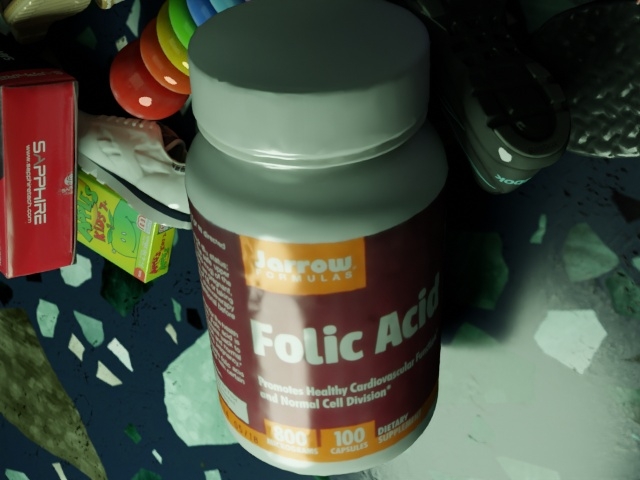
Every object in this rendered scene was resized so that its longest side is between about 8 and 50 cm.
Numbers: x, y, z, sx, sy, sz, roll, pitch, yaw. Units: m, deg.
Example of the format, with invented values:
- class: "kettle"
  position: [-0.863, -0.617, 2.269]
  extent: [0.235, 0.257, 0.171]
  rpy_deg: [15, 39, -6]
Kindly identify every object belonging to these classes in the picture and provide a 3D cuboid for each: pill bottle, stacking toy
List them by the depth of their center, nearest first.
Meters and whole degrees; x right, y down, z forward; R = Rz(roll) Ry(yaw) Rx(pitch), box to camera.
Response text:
- class: "pill bottle"
  position: [0.000, 0.000, 0.837]
  extent: [0.224, 0.224, 0.392]
  rpy_deg: [19, 132, 28]
- class: "stacking toy"
  position: [-0.104, -0.213, 0.945]
  extent: [0.330, 0.141, 0.141]
  rpy_deg: [-30, 90, 45]

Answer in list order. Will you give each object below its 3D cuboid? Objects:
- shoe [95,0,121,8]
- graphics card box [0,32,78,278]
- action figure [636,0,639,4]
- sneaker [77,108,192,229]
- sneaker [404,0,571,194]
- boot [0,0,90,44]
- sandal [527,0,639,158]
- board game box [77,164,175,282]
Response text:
- class: "shoe"
  position: [-0.262, -0.359, 1.038]
  extent: [0.219, 0.058, 0.076]
  rpy_deg: [62, 166, 3]
- class: "graphics card box"
  position: [-0.418, -0.138, 1.144]
  extent: [0.371, 0.094, 0.232]
  rpy_deg: [34, 127, 41]
- class: "action figure"
  position: [0.202, -0.262, 0.630]
  extent: [0.280, 0.091, 0.139]
  rpy_deg: [47, 124, -1]
- class: "sneaker"
  position: [-0.218, -0.106, 1.096]
  extent: [0.235, 0.090, 0.095]
  rpy_deg: [33, 105, 19]
- class: "sneaker"
  position: [0.119, -0.162, 0.800]
  extent: [0.106, 0.101, 0.267]
  rpy_deg: [107, 150, -67]
- class: "boot"
  position: [-0.333, -0.337, 1.029]
  extent: [0.248, 0.090, 0.207]
  rpy_deg: [-4, 103, 62]
- class: "sandal"
  position: [0.362, -0.132, 0.678]
  extent: [0.446, 0.107, 0.167]
  rpy_deg: [13, 117, 44]
- class: "board game box"
  position: [-0.264, -0.033, 1.169]
  extent: [0.181, 0.043, 0.092]
  rpy_deg: [29, 123, 22]
